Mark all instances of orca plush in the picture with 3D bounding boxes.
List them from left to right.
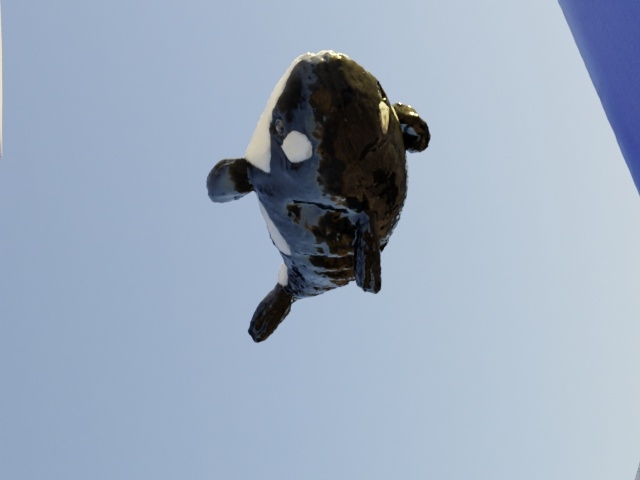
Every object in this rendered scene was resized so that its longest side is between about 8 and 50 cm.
[{"bbox_3d":[0.000,0.000,1.044,0.287,0.151,0.102,119,140,-51],"label":"orca plush"}]

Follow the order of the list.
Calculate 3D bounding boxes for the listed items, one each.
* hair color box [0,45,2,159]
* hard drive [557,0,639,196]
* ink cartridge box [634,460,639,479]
[{"bbox_3d":[-0.248,-0.147,0.948,0.347,0.105,0.174,163,105,-78],"label":"hair color box"},{"bbox_3d":[0.195,-0.123,0.697,0.319,0.040,0.210,-98,30,-52],"label":"hard drive"},{"bbox_3d":[0.409,0.221,1.299,0.121,0.289,0.211,17,-92,-40],"label":"ink cartridge box"}]
